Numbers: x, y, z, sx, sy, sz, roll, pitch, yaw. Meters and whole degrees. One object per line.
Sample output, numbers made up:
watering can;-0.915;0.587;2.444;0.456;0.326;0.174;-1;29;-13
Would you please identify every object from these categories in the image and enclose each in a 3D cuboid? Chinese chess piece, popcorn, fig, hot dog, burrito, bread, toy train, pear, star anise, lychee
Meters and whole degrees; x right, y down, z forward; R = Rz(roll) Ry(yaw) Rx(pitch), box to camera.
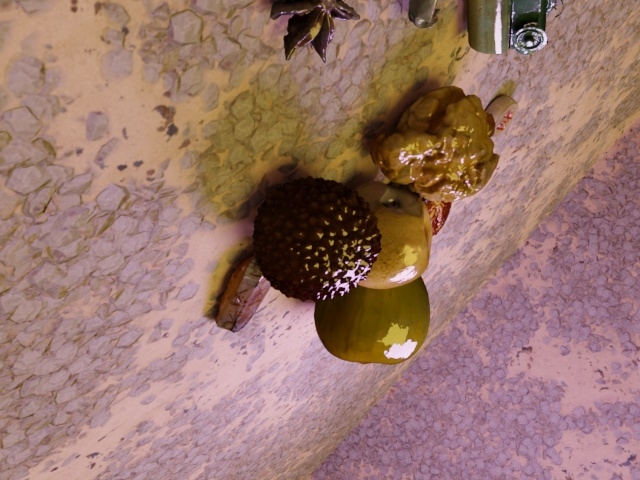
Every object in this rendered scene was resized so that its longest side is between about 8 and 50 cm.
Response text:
Chinese chess piece;0.516;-0.359;1.583;0.122;0.051;0.122;-34;150;-23
popcorn;0.271;-0.217;1.250;0.333;0.225;0.264;-2;118;-34
fig;0.151;0.176;1.527;0.343;0.343;0.343;-34;151;-22
hot dog;-0.169;0.118;1.254;0.131;0.069;0.252;-23;149;-54
burrito;0.200;-0.505;0.906;0.309;0.066;0.096;97;8;-47
bread;0.351;-0.121;1.630;0.139;0.095;0.268;-18;139;-55
toy train;0.375;-0.498;1.078;0.126;0.190;0.307;-63;154;-19
pear;0.140;-0.005;1.318;0.271;0.271;0.271;-34;151;-22
star anise;-0.009;-0.356;0.830;0.205;0.061;0.180;-22;140;-43
lychee;0.000;0.000;1.103;0.268;0.267;0.267;-34;151;-22

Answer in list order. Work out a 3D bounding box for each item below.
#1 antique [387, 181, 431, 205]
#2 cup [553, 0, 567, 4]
antique;0.291;-0.167;1.480;0.310;0.093;0.087;-40;152;-11
cup;0.483;-0.564;1.166;0.099;0.133;0.136;-40;153;-5
